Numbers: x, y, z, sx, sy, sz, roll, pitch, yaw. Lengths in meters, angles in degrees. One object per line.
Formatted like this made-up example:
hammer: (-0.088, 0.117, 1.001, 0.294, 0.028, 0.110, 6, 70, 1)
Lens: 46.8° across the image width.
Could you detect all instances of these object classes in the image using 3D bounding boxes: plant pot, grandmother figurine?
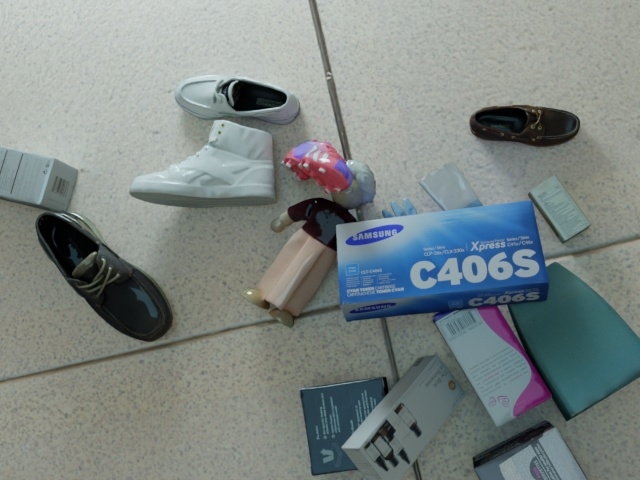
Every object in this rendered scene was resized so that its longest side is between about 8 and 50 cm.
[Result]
plant pot: (0.434, 0.168, 1.292, 0.165, 0.166, 0.234, -33, 69, 4)
grandmother figurine: (0.000, 0.000, 1.426, 0.208, 0.104, 0.342, 32, 91, 4)

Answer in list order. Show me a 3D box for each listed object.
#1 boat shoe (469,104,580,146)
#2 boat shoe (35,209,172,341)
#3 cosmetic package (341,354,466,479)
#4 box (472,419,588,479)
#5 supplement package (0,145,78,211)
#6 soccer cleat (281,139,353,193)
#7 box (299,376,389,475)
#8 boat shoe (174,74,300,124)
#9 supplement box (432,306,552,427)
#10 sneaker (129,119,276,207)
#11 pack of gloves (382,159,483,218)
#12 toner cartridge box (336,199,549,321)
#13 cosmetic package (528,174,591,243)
boat shoe: (0.387, -0.220, 1.402, 0.207, 0.073, 0.073, 0, 80, 9)
boat shoe: (-0.448, 0.072, 1.476, 0.355, 0.130, 0.132, 39, 90, 13)
cosmetic package: (0.151, 0.314, 1.293, 0.239, 0.060, 0.099, -43, 102, -33)
box: (0.391, 0.457, 1.262, 0.163, 0.142, 0.247, -29, 78, 5)
supplement package: (-0.624, -0.130, 1.552, 0.179, 0.105, 0.105, 13, 84, 12)
soccer cleat: (0.005, -0.149, 1.387, 0.095, 0.248, 0.083, -44, 112, -10)
box: (0.054, 0.339, 1.365, 0.158, 0.093, 0.155, -10, 80, 8)
boat shoe: (-0.178, -0.291, 1.504, 0.268, 0.088, 0.096, 14, 84, 12)
supplement box: (0.304, 0.209, 1.331, 0.111, 0.114, 0.220, -30, 76, 4)
sneaker: (-0.235, -0.158, 1.493, 0.293, 0.108, 0.169, 0, 80, 0)
pack of gloves: (0.240, -0.009, 1.421, 0.195, 0.046, 0.232, -33, 78, -9)
toner cartridge box: (0.206, 0.037, 1.291, 0.348, 0.075, 0.165, -8, 58, 8)
cosmetic package: (0.445, -0.058, 1.382, 0.060, 0.041, 0.115, -32, 77, 5)
